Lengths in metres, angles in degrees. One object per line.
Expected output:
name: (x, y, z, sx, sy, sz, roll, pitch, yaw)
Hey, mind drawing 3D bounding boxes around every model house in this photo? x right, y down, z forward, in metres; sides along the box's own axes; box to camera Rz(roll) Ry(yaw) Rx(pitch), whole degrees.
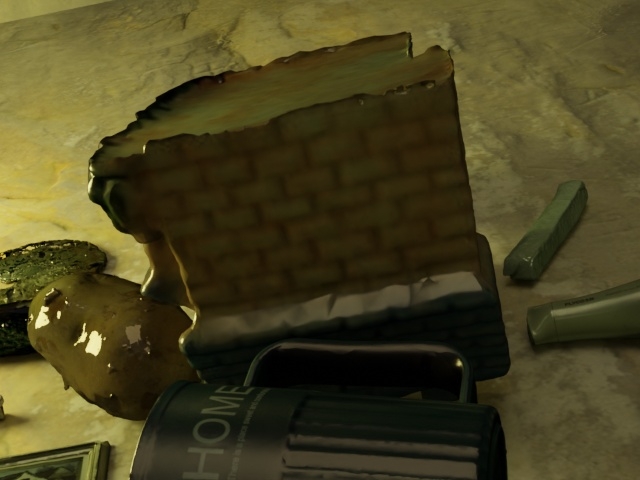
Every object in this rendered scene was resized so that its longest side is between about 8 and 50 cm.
model house: (0.000, 0.000, 1.316, 0.394, 0.400, 0.445, -15, 17, 7)

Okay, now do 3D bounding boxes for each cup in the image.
cup: (0.017, 0.241, 1.005, 0.292, 0.242, 0.308, 1, 12, 15)

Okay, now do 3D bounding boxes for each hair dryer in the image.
hair dryer: (0.347, 0.137, 1.280, 0.206, 0.075, 0.237, -12, 36, 10)

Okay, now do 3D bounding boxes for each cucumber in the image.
cucumber: (-0.435, 0.121, 1.503, 0.241, 0.075, 0.074, -8, 29, 4)

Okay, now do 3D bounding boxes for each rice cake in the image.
rice cake: (0.315, -0.015, 1.561, 0.045, 0.042, 0.245, -3, 26, 35)

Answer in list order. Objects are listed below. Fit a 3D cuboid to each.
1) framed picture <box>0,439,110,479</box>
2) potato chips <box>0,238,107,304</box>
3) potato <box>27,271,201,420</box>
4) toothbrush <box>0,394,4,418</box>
framed picture: (-0.378, 0.305, 1.208, 0.296, 0.019, 0.232, -10, 29, -2)
potato chips: (-0.420, 0.052, 1.669, 0.201, 0.029, 0.220, -3, 27, 5)
potato: (-0.243, 0.125, 1.366, 0.262, 0.165, 0.165, 20, 40, 32)
toothbrush: (-0.548, 0.245, 1.354, 0.342, 0.030, 0.025, -15, 29, -11)
